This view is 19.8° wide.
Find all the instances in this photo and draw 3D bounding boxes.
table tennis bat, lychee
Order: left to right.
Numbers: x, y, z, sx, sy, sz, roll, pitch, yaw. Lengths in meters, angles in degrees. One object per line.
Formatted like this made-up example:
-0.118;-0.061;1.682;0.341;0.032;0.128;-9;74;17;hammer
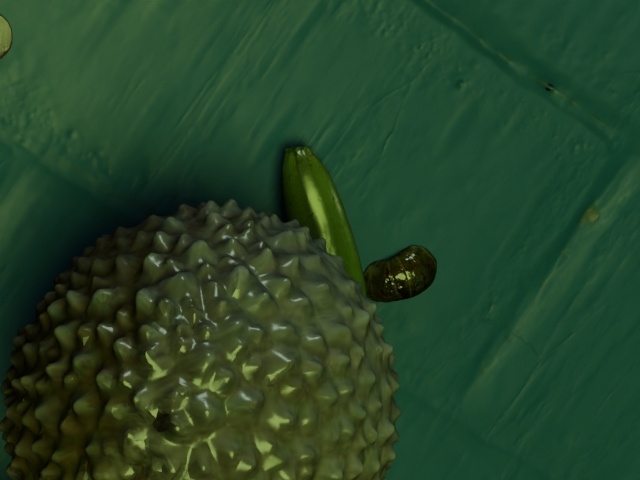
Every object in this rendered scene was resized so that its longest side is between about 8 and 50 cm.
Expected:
-0.322;-0.185;1.673;0.083;0.007;0.050;-2;110;-20;table tennis bat
-0.113;0.151;1.664;0.380;0.432;0.380;-1;87;12;lychee

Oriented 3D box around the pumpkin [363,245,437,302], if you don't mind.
0.084;0.040;1.875;0.083;0.028;0.050;-22;116;-5;pumpkin

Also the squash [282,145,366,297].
0.000;0.000;1.816;0.066;0.066;0.201;-18;106;-11;squash
